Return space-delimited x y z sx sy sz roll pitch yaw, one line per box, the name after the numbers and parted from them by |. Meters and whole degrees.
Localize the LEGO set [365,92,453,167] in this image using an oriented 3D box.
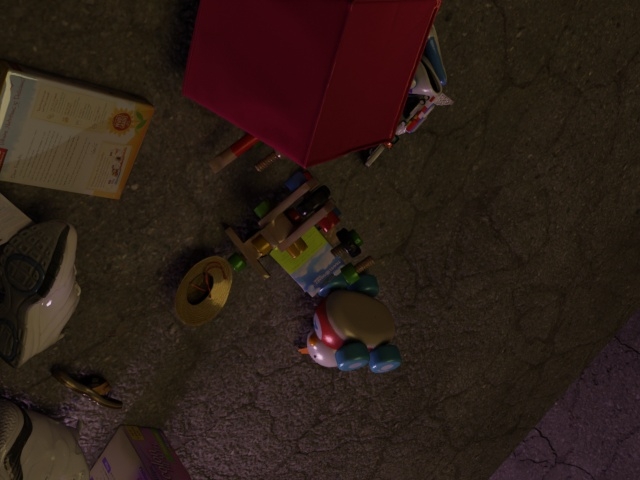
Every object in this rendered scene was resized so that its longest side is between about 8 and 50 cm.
0.164 -0.208 1.520 0.182 0.060 0.244 -49 180 2 | LEGO set

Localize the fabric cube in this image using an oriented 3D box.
-0.014 -0.297 1.198 0.259 0.258 0.254 -23 138 -51 | fabric cube

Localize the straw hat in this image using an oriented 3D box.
-0.241 0.088 1.515 0.144 0.061 0.145 -27 129 -39 | straw hat

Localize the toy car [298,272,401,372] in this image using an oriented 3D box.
0.028 0.219 1.783 0.210 0.219 0.238 12 142 -45 | toy car

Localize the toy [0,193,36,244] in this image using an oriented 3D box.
-0.540 -0.057 1.140 0.136 0.056 0.237 -30 154 -2 | toy

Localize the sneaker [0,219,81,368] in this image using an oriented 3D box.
-0.458 0.077 1.300 0.129 0.111 0.297 -26 153 -54 | sneaker

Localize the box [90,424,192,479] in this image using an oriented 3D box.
-0.394 0.554 1.642 0.117 0.213 0.243 23 105 -47 | box

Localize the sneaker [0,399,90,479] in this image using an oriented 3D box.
-0.547 0.484 1.438 0.210 0.137 0.366 21 74 -52 | sneaker

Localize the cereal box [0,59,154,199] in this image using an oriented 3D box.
-0.392 -0.162 1.198 0.240 0.047 0.173 10 115 -43 | cereal box

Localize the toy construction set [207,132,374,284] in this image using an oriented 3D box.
-0.100 -0.046 1.435 0.237 0.257 0.309 -34 119 5 | toy construction set

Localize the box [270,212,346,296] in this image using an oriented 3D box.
-0.030 0.031 1.644 0.109 0.042 0.178 -41 133 0 | box

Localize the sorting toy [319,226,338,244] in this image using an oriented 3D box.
0.000 0.000 1.685 0.083 0.012 0.062 -37 136 -11 | sorting toy

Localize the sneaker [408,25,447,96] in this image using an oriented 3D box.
0.114 -0.268 1.394 0.130 0.236 0.323 -16 131 -30 | sneaker

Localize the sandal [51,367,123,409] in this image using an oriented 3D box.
-0.439 0.280 1.508 0.180 0.072 0.049 47 66 -45 | sandal
